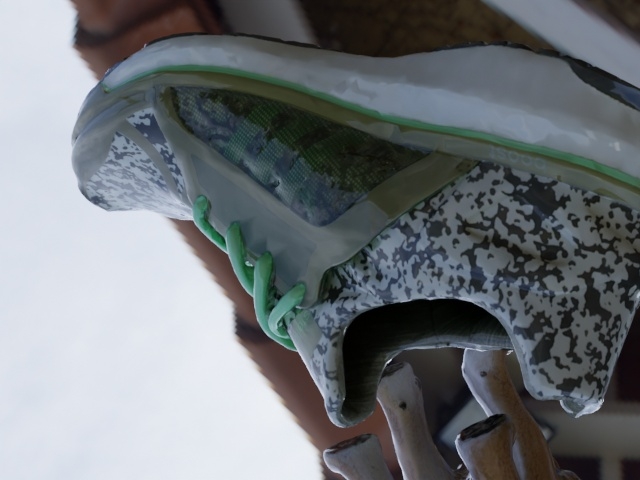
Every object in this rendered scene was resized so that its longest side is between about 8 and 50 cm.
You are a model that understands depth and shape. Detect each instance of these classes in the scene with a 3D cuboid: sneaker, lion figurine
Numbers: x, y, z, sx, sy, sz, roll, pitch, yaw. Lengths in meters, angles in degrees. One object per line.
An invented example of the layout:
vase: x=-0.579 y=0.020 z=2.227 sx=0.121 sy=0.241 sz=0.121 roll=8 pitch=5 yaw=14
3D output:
sneaker: x=0.000 y=0.000 z=0.811 sx=0.158 sy=0.410 sz=0.182 roll=31 pitch=-110 yaw=-45
lion figurine: x=0.107 y=0.192 z=0.891 sx=0.240 sy=0.142 sz=0.392 roll=68 pitch=-162 yaw=-4
